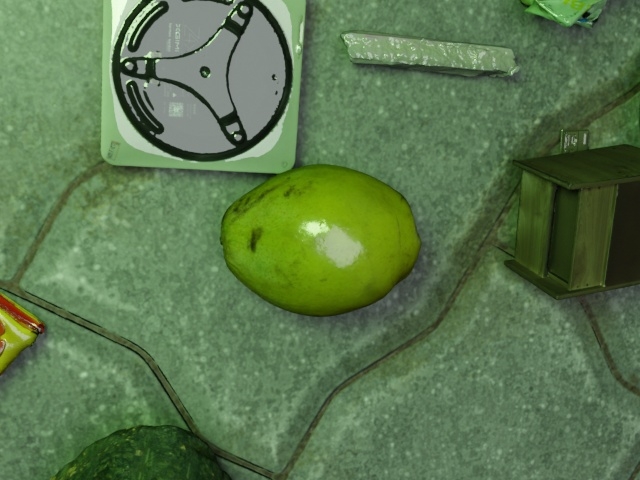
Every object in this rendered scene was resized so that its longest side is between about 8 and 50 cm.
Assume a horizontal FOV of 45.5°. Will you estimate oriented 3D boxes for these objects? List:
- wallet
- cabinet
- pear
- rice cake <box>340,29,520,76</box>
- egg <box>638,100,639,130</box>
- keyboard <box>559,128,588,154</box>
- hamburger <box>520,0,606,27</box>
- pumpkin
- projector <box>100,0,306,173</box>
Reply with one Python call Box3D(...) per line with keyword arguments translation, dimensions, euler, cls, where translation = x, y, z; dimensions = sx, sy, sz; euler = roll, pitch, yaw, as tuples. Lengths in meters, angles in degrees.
Box3D(translation=(-0.500, 0.166, 1.007), dimensions=(0.141, 0.067, 0.241), euler=(42, 90, -16), cls="wallet")
Box3D(translation=(0.403, -0.034, 1.131), dimensions=(0.215, 0.148, 0.174), euler=(-9, 113, -19), cls="cabinet")
Box3D(translation=(0.000, 0.000, 1.025), dimensions=(0.269, 0.212, 0.212), euler=(-4, 103, -5), cls="pear")
Box3D(translation=(0.155, -0.265, 1.087), dimensions=(0.270, 0.055, 0.049), euler=(2, 90, -14), cls="rice cake")
Box3D(translation=(0.570, -0.216, 1.140), dimensions=(0.169, 0.169, 0.236), euler=(14, 98, -16), cls="egg")
Box3D(translation=(0.396, -0.110, 1.201), dimensions=(0.049, 0.015, 0.129), euler=(-4, 102, -18), cls="keyboard")
Box3D(translation=(0.350, -0.407, 1.012), dimensions=(0.276, 0.150, 0.260), euler=(19, 139, -31), cls="hamburger")
Box3D(translation=(-0.246, 0.416, 1.028), dimensions=(0.291, 0.257, 0.327), euler=(-13, 97, 2), cls="pumpkin")
Box3D(translation=(-0.154, -0.221, 1.004), dimensions=(0.259, 0.079, 0.257), euler=(1, 102, -13), cls="projector")
